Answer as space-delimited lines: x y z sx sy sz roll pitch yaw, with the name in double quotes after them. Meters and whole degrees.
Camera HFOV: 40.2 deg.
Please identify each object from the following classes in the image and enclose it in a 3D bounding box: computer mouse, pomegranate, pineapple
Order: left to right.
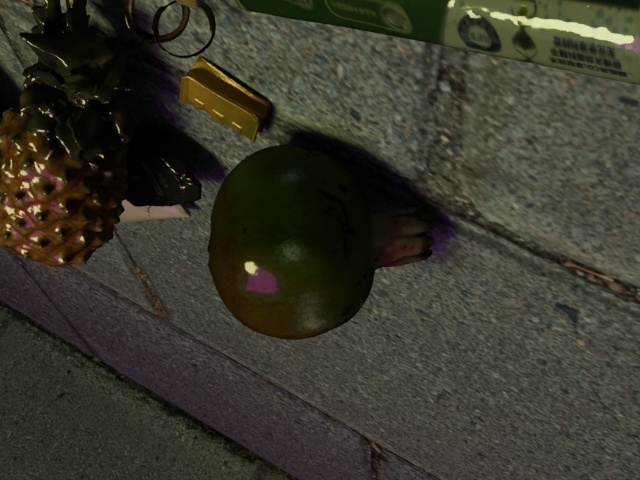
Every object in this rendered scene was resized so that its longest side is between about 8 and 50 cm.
-0.245 -0.120 0.864 0.169 0.169 0.340 33 135 1 "pineapple"
-0.192 -0.086 1.003 0.172 0.057 0.099 11 133 38 "computer mouse"
0.000 0.000 0.807 0.209 0.180 0.180 -7 152 1 "pomegranate"

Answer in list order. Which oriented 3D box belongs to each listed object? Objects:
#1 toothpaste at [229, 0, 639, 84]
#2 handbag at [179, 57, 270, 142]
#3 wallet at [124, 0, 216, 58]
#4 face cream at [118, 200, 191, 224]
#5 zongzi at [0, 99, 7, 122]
0.063 -0.149 0.515 0.392 0.061 0.099 22 156 36 "toothpaste"
-0.089 -0.128 0.813 0.083 0.027 0.061 32 157 -1 "handbag"
-0.216 -0.247 0.566 0.335 0.068 0.275 29 177 -4 "wallet"
-0.267 -0.053 1.190 0.243 0.058 0.092 -8 130 51 "face cream"
-0.567 -0.149 1.187 0.362 0.319 0.383 25 176 12 "zongzi"
